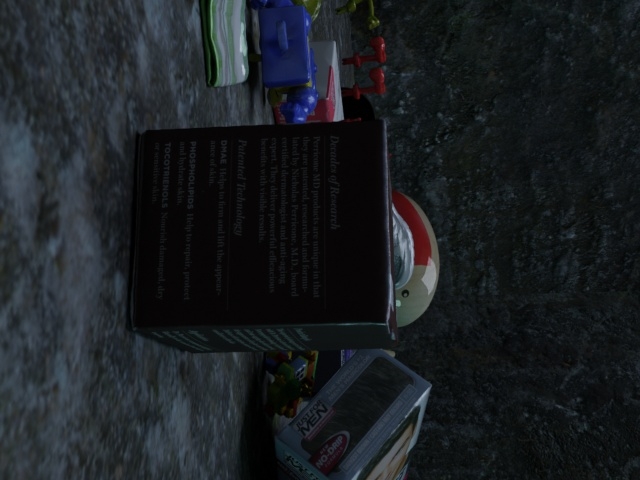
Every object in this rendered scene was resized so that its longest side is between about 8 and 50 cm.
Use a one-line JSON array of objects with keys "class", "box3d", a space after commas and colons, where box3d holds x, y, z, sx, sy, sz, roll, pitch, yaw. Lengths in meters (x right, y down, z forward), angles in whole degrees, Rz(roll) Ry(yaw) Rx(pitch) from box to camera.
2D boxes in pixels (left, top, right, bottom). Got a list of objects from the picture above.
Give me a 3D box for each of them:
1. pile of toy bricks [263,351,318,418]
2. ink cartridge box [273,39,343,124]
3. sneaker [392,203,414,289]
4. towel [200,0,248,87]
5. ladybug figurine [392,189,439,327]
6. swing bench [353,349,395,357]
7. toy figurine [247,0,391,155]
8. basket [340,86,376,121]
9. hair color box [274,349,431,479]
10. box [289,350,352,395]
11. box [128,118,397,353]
[{"class": "pile of toy bricks", "box3d": [-0.043, 0.203, 1.110, 0.105, 0.118, 0.212, -36, 142, -41]}, {"class": "ink cartridge box", "box3d": [-0.014, -0.209, 1.411, 0.237, 0.100, 0.172, 81, 11, -47]}, {"class": "sneaker", "box3d": [0.081, -0.035, 1.391, 0.115, 0.105, 0.281, -39, 113, -55]}, {"class": "towel", "box3d": [-0.109, -0.238, 0.926, 0.152, 0.023, 0.113, -67, 153, -75]}, {"class": "ladybug figurine", "box3d": [0.160, 0.024, 2.180, 0.162, 0.305, 0.449, 30, 32, -45]}, {"class": "swing bench", "box3d": [0.082, 0.151, 1.905, 0.255, 0.165, 0.253, 46, 43, -72]}, {"class": "toy figurine", "box3d": [-0.014, -0.286, 1.116, 0.217, 0.191, 0.362, 29, 58, -77]}, {"class": "basket", "box3d": [0.045, -0.184, 1.739, 0.227, 0.154, 0.204, 85, 7, -55]}, {"class": "hair color box", "box3d": [0.041, 0.322, 1.127, 0.185, 0.113, 0.374, -44, 154, -28]}, {"class": "box", "box3d": [-0.006, 0.190, 1.328, 0.207, 0.108, 0.153, 66, 23, -74]}, {"class": "box", "box3d": [-0.038, 0.006, 0.684, 0.168, 0.203, 0.167, 67, 22, -74]}]
